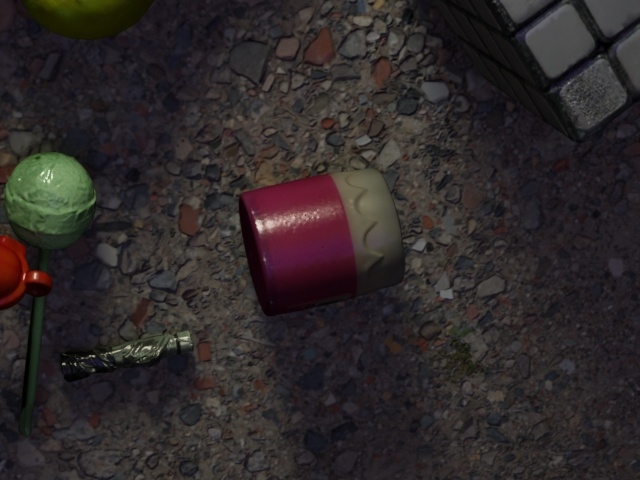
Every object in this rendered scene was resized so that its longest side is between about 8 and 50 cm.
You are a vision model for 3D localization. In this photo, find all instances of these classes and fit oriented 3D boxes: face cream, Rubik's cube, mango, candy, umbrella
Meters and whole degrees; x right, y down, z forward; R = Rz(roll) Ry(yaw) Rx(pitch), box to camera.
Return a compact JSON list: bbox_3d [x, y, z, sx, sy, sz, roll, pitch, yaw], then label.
[{"bbox_3d":[0.000,0.000,1.750,0.194,0.175,0.175,-13,115,-10],"label":"face cream"},{"bbox_3d":[0.306,-0.379,1.577,0.337,0.344,0.344,-37,115,1],"label":"Rubik's cube"},{"bbox_3d":[-0.255,-0.368,1.546,0.185,0.149,0.273,36,94,-22],"label":"mango"},{"bbox_3d":[-0.380,0.082,1.742,0.119,0.119,0.440,4,120,-16],"label":"candy"},{"bbox_3d":[-0.272,0.165,1.818,0.188,0.050,0.046,-10,136,-11],"label":"umbrella"}]

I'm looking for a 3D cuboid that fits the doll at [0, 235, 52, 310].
[{"bbox_3d":[-0.516,0.030,1.606,0.362,0.160,0.183,7,150,-5],"label":"doll"}]
